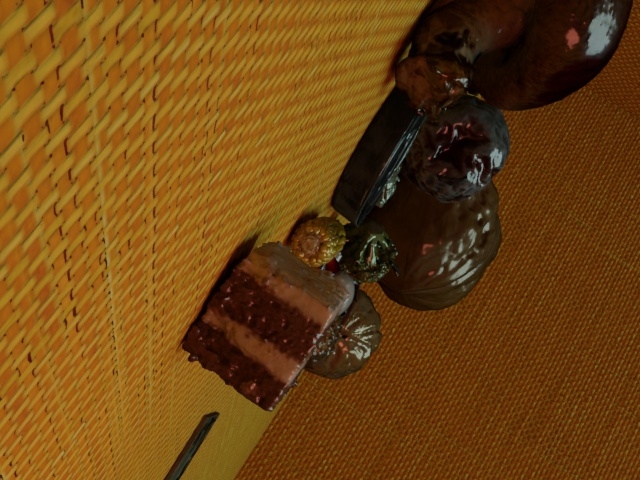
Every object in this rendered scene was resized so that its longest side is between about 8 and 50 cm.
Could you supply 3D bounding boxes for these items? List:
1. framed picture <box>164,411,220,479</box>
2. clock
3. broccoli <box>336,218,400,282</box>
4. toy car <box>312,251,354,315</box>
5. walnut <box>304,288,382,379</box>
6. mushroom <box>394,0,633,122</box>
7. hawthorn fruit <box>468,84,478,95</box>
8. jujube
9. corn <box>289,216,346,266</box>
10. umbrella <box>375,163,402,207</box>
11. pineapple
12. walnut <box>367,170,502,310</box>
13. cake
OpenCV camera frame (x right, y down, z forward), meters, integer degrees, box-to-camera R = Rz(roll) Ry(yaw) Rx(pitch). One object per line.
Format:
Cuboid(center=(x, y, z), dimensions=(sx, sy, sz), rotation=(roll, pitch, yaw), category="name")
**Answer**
Cuboid(center=(-0.239, 0.386, 1.750), dimensions=(0.201, 0.010, 0.136), rotation=(-58, 175, -5), category="framed picture")
Cuboid(center=(0.108, -0.153, 1.667), dimensions=(0.281, 0.055, 0.280), rotation=(-57, 174, -9), category="clock")
Cuboid(center=(0.073, 0.014, 1.787), dimensions=(0.120, 0.130, 0.131), rotation=(117, -34, -43), category="broccoli")
Cuboid(center=(0.004, 0.073, 1.673), dimensions=(0.139, 0.112, 0.112), rotation=(-59, 174, 12), category="toy car")
Cuboid(center=(0.024, 0.177, 2.013), dimensions=(0.198, 0.198, 0.245), rotation=(-58, -170, -6), category="walnut")
Cuboid(center=(0.273, -0.337, 1.497), dimensions=(0.331, 0.356, 0.334), rotation=(74, 10, -79), category="mushroom")
Cuboid(center=(0.302, -0.345, 1.837), dimensions=(0.169, 0.169, 0.188), rotation=(-52, 174, -48), category="hawthorn fruit")
Cuboid(center=(0.260, -0.182, 1.982), dimensions=(0.226, 0.226, 0.317), rotation=(-60, 179, 11), category="jujube")
Cuboid(center=(0.000, 0.000, 1.498), dimensions=(0.072, 0.072, 0.203), rotation=(-59, 175, 8), category="corn")
Cuboid(center=(0.125, -0.118, 1.953), dimensions=(0.143, 0.062, 0.067), rotation=(105, -15, -48), category="umbrella")
Cuboid(center=(0.005, 0.108, 1.850), dimensions=(0.248, 0.128, 0.128), rotation=(-61, 176, -27), category="pineapple")
Cuboid(center=(0.265, -0.022, 2.428), dimensions=(0.398, 0.307, 0.354), rotation=(-54, 139, -38), category="walnut")
Cuboid(center=(-0.057, 0.091, 1.159), dimensions=(0.147, 0.135, 0.134), rotation=(-55, 176, 16), category="cake")
